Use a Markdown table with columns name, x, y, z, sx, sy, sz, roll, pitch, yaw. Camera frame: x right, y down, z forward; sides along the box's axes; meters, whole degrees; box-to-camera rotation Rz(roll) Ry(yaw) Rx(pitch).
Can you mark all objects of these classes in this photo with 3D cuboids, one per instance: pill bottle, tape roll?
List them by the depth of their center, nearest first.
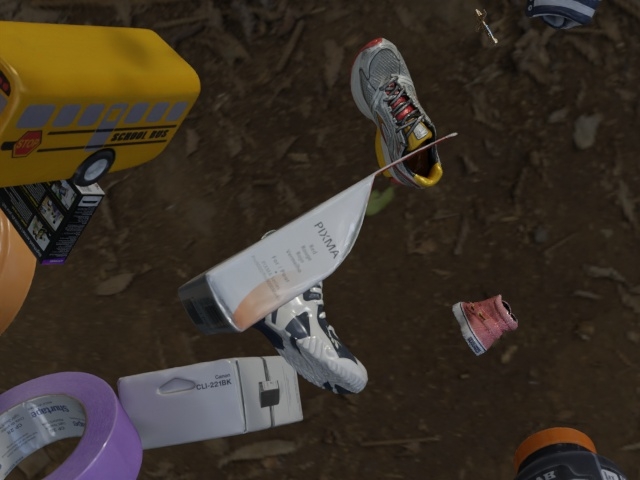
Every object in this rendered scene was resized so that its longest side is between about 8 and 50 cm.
| name | x | y | z | sx | sy | sz | roll | pitch | yaw |
| --- | --- | --- | --- | --- | --- | --- | --- | --- | --- |
| pill bottle | 0.248 | 0.292 | 1.083 | 0.130 | 0.246 | 0.130 | -1 | 124 | -2 |
| tape roll | -0.387 | 0.306 | 1.556 | 0.275 | 0.275 | 0.090 | -36 | 125 | -19 |

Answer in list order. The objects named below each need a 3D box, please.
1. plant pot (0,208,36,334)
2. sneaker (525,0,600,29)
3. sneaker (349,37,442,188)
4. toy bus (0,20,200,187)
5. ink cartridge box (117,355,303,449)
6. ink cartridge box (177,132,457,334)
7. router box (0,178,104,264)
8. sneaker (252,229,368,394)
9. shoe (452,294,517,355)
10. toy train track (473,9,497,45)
| name | x | y | z | sx | sy | sz | roll | pitch | yaw |
| --- | --- | --- | --- | --- | --- | --- | --- | --- | --- |
| plant pot | -0.614 | 0.020 | 1.751 | 0.203 | 0.291 | 0.291 | 33 | 72 | -52 |
| sneaker | 0.338 | -0.426 | 1.769 | 0.099 | 0.282 | 0.153 | 7 | 112 | -40 |
| sneaker | 0.112 | -0.169 | 1.522 | 0.088 | 0.092 | 0.225 | -35 | 122 | -17 |
| toy bus | -0.261 | -0.125 | 1.049 | 0.108 | 0.332 | 0.130 | 46 | 116 | 16 |
| ink cartridge box | -0.165 | 0.249 | 1.764 | 0.197 | 0.273 | 0.114 | -12 | 81 | 16 |
| ink cartridge box | 0.000 | 0.000 | 0.731 | 0.179 | 0.145 | 0.045 | -28 | 92 | -15 |
| router box | -0.390 | -0.074 | 1.588 | 0.046 | 0.133 | 0.179 | -2 | 44 | -53 |
| sneaker | -0.009 | 0.074 | 1.422 | 0.235 | 0.094 | 0.153 | 33 | 65 | 19 |
| shoe | 0.259 | 0.121 | 1.778 | 0.081 | 0.178 | 0.063 | -34 | 99 | 8 |
| toy train track | 0.304 | -0.389 | 2.075 | 0.014 | 0.048 | 0.083 | -11 | 60 | -25 |
